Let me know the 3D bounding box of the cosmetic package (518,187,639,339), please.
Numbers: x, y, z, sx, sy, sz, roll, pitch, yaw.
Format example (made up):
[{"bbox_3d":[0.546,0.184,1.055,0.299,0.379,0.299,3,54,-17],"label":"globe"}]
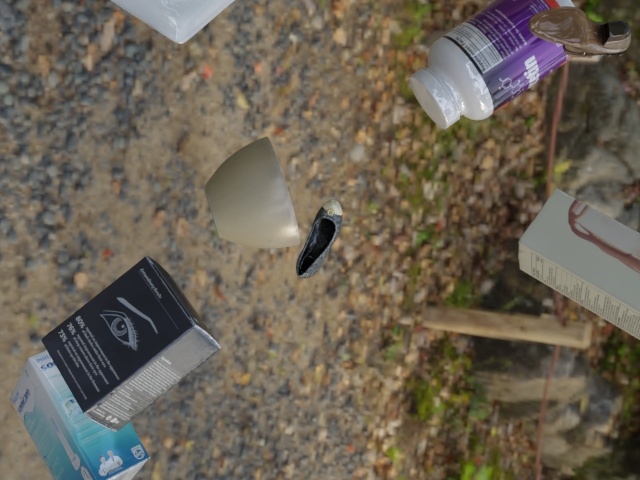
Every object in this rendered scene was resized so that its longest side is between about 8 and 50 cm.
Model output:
[{"bbox_3d":[0.508,0.052,1.735,0.129,0.296,0.153,-54,159,-10],"label":"cosmetic package"}]

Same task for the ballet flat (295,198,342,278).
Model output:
[{"bbox_3d":[0.000,0.000,1.963,0.049,0.057,0.173,-41,154,-75],"label":"ballet flat"}]

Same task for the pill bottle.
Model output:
[{"bbox_3d":[0.339,-0.358,1.923,0.323,0.181,0.181,-35,144,-4],"label":"pill bottle"}]

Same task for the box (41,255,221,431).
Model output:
[{"bbox_3d":[-0.280,0.153,1.467,0.207,0.153,0.108,-37,150,-2],"label":"box"}]

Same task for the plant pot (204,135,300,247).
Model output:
[{"bbox_3d":[-0.183,-0.098,2.475,0.284,0.191,0.284,163,-90,-85],"label":"plant pot"}]

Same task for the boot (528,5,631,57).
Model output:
[{"bbox_3d":[0.276,-0.218,1.061,0.087,0.118,0.042,77,19,-87],"label":"boot"}]

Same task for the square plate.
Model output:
[{"bbox_3d":[-0.292,-0.528,1.754,0.347,0.344,0.049,-53,174,-43],"label":"square plate"}]

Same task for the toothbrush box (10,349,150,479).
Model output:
[{"bbox_3d":[-0.498,0.380,2.016,0.126,0.295,0.216,-24,162,-37],"label":"toothbrush box"}]
